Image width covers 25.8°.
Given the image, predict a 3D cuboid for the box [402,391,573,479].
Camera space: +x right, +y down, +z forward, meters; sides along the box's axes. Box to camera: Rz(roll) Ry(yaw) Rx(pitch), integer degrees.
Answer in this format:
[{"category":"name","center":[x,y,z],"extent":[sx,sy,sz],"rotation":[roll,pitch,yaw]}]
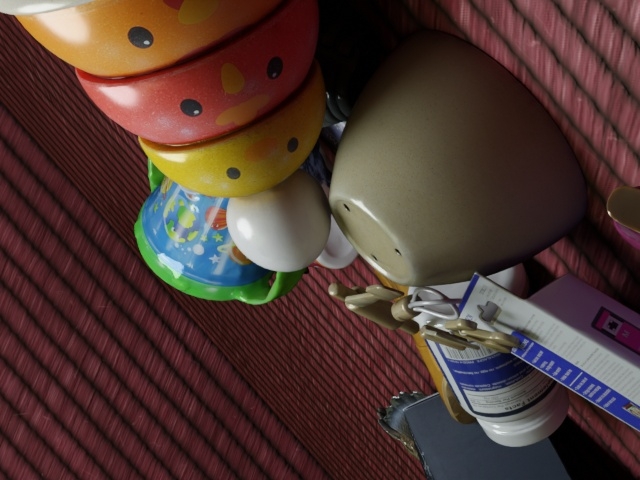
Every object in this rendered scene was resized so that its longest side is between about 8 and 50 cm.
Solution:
[{"category":"box","center":[0.284,0.416,2.044],"extent":[0.312,0.179,0.343],"rotation":[71,175,-51]}]

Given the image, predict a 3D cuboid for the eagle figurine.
[{"category":"eagle figurine","center":[0.221,0.405,2.457],"extent":[0.226,0.225,0.298],"rotation":[-26,72,34]}]

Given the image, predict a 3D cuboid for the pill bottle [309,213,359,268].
[{"category":"pill bottle","center":[0.000,0.000,2.175],"extent":[0.086,0.086,0.152],"rotation":[52,165,-14]}]

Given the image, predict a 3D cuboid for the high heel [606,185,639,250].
[{"category":"high heel","center":[0.379,0.023,1.297],"extent":[0.244,0.082,0.117],"rotation":[27,-175,23]}]

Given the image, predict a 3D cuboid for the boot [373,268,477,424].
[{"category":"boot","center":[0.153,0.099,1.966],"extent":[0.211,0.104,0.295],"rotation":[39,150,51]}]

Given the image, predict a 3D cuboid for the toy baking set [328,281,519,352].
[{"category":"toy baking set","center":[0.110,0.077,1.555],"extent":[0.197,0.030,0.256],"rotation":[3,162,47]}]

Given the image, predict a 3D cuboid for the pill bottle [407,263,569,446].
[{"category":"pill bottle","center":[0.224,0.138,1.789],"extent":[0.153,0.153,0.264],"rotation":[30,156,47]}]

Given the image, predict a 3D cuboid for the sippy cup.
[{"category":"sippy cup","center":[-0.143,-0.066,2.116],"extent":[0.305,0.240,0.224],"rotation":[24,133,-2]}]

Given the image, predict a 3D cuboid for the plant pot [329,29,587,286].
[{"category":"plant pot","center":[0.121,-0.060,1.527],"extent":[0.284,0.191,0.284],"rotation":[44,164,16]}]

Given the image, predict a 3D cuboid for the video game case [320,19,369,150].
[{"category":"video game case","center":[0.006,-0.206,1.784],"extent":[0.196,0.026,0.274],"rotation":[46,165,8]}]

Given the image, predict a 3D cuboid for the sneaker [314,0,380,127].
[{"category":"sneaker","center":[-0.012,-0.262,1.597],"extent":[0.147,0.104,0.296],"rotation":[1,117,32]}]

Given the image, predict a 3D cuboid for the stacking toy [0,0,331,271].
[{"category":"stacking toy","center":[-0.099,-0.170,1.483],"extent":[0.350,0.350,0.480],"rotation":[24,147,55]}]

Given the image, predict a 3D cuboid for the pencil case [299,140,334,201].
[{"category":"pencil case","center":[-0.115,-0.181,1.821],"extent":[0.183,0.160,0.410],"rotation":[40,164,54]}]

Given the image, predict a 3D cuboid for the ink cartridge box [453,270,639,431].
[{"category":"ink cartridge box","center":[0.327,0.136,1.531],"extent":[0.371,0.069,0.176],"rotation":[29,162,7]}]

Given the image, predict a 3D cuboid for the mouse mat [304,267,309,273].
[{"category":"mouse mat","center":[-0.110,-0.016,2.289],"extent":[0.152,0.007,0.189],"rotation":[9,-144,-35]}]
